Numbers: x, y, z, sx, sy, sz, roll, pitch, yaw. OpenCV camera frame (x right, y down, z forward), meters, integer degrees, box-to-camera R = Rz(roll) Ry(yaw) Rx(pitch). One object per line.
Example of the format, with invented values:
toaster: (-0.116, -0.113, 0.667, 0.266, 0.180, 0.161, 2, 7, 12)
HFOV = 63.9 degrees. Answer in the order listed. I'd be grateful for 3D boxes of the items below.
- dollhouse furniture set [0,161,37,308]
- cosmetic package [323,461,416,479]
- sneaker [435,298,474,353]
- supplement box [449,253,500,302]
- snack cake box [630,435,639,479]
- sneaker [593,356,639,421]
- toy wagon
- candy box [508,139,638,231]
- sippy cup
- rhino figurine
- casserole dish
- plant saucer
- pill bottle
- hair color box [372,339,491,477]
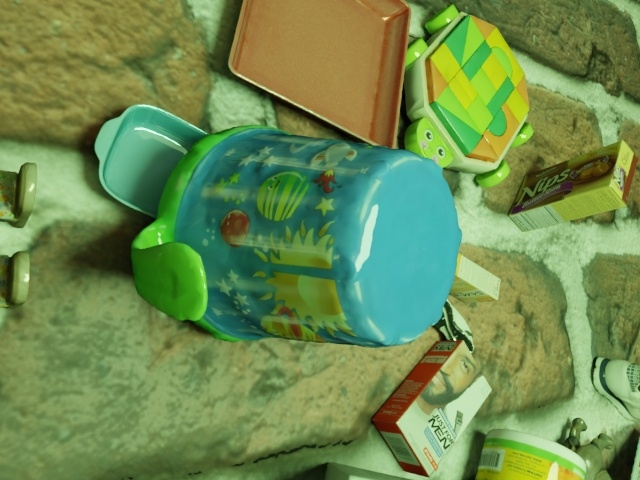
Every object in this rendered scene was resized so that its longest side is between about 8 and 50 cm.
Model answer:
dollhouse furniture set: (-0.315, 0.035, 0.339, 0.212, 0.161, 0.241, 5, 78, -34)
cosmetic package: (0.180, 0.380, 0.527, 0.385, 0.156, 0.217, 15, 70, -3)
sneaker: (0.191, 0.118, 0.763, 0.109, 0.040, 0.044, 59, 27, -5)
supplement box: (0.213, 0.059, 0.769, 0.099, 0.062, 0.036, 28, 65, -27)
snack cake box: (0.627, 0.435, 0.882, 0.264, 0.152, 0.089, -13, 100, -52)
sneaker: (0.629, 0.298, 0.995, 0.235, 0.095, 0.090, 30, 63, -29)
toy wagon: (0.227, -0.214, 0.832, 0.267, 0.068, 0.344, 49, 57, -17)
candy box: (0.424, -0.087, 0.870, 0.053, 0.187, 0.109, 42, 60, -18)
sippy cup: (0.000, 0.000, 0.495, 0.305, 0.224, 0.240, -54, 129, -28)
rhino figurine: (0.467, 0.436, 0.866, 0.106, 0.073, 0.243, -26, 97, -40)
casserole dish: (-0.150, -0.066, 0.555, 0.189, 0.037, 0.114, 26, 66, -30)
plant saucer: (0.005, -0.273, 0.700, 0.259, 0.048, 0.258, 19, 70, -30)
pill bottle: (0.265, 0.398, 0.690, 0.136, 0.136, 0.245, 37, 62, -24)
hair color box: (0.156, 0.224, 0.701, 0.167, 0.053, 0.093, -39, 102, -35)
